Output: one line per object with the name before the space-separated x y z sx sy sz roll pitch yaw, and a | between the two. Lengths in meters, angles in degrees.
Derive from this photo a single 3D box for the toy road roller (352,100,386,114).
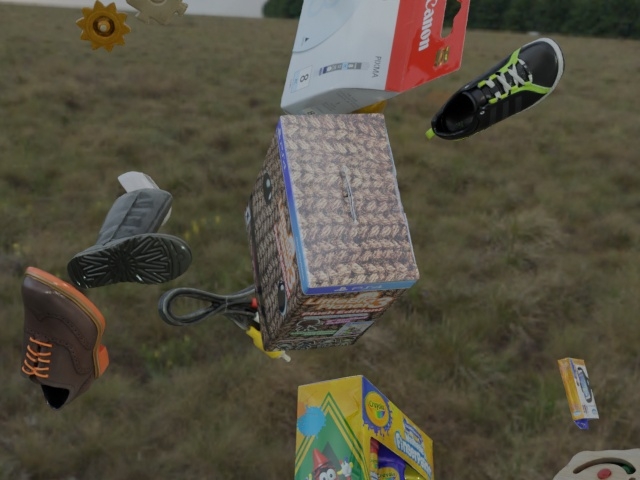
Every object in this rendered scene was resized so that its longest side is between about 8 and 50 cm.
toy road roller | 0.121 -0.445 2.126 0.329 0.241 0.202 -37 -5 -3

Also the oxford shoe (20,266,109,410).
oxford shoe | -0.340 0.135 1.076 0.096 0.271 0.098 21 56 15

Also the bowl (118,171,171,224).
bowl | -0.401 -0.105 1.940 0.053 0.142 0.142 -39 -1 -1

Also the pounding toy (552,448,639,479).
pounding toy | 0.622 0.527 1.678 0.269 0.155 0.154 -17 19 43

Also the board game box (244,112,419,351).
board game box | 0.000 0.000 1.139 0.141 0.232 0.291 -4 -22 -17

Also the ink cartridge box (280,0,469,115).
ink cartridge box | 0.105 -0.412 1.607 0.384 0.308 0.091 -13 -34 43

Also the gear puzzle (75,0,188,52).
gear puzzle | -0.277 -0.446 1.334 0.175 0.339 0.044 27 21 -25

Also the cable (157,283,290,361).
cable | -0.143 0.117 1.466 0.072 0.140 0.287 1 -17 46

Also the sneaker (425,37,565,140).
sneaker | 0.261 -0.214 1.253 0.234 0.084 0.097 -36 -6 33

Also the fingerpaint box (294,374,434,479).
fingerpaint box | 0.112 0.549 1.792 0.163 0.371 0.445 -14 -36 22

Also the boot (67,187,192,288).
boot | -0.246 -0.011 1.183 0.189 0.076 0.208 -3 21 12

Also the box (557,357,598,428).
box | 0.512 0.302 1.644 0.028 0.136 0.081 -25 -24 32
